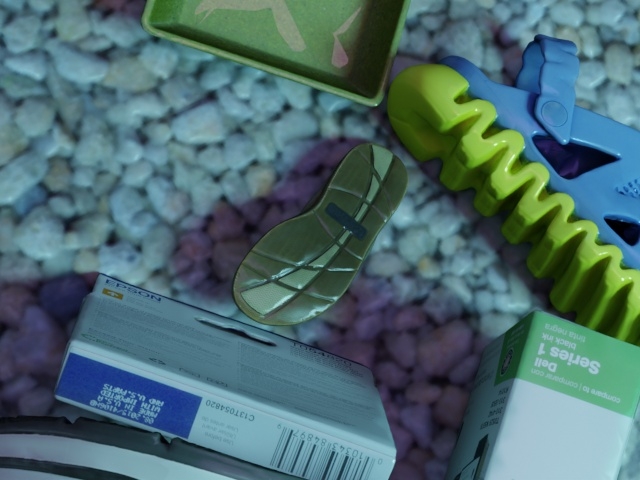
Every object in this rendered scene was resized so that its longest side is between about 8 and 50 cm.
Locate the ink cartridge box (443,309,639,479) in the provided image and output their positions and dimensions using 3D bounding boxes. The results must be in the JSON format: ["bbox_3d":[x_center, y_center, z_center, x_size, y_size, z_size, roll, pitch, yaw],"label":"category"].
[{"bbox_3d":[0.140,0.177,1.343,0.093,0.160,0.219,20,74,-3],"label":"ink cartridge box"}]

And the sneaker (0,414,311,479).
[{"bbox_3d":[-0.061,0.269,1.177,0.448,0.169,0.257,14,76,15],"label":"sneaker"}]

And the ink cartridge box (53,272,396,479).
[{"bbox_3d":[-0.064,0.098,1.309,0.223,0.224,0.045,19,99,-5],"label":"ink cartridge box"}]

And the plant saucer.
[{"bbox_3d":[-0.023,-0.208,1.458,0.188,0.045,0.188,18,75,-7],"label":"plant saucer"}]

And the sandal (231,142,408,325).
[{"bbox_3d":[0.000,0.000,1.420,0.072,0.049,0.180,42,59,-5],"label":"sandal"}]

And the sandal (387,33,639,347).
[{"bbox_3d":[0.199,-0.035,1.425,0.138,0.126,0.317,-39,88,-20],"label":"sandal"}]
